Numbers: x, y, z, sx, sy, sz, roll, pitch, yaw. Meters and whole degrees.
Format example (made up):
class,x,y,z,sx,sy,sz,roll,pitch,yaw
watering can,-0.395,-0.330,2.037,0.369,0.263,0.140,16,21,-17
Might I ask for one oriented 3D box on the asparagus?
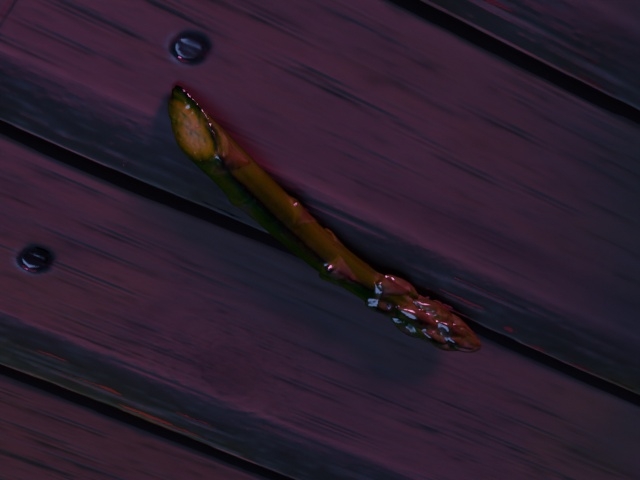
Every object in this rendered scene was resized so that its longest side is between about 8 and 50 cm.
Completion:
class,x,y,z,sx,sy,sz,roll,pitch,yaw
asparagus,0.000,-0.001,0.930,0.034,0.027,0.236,-25,131,35
